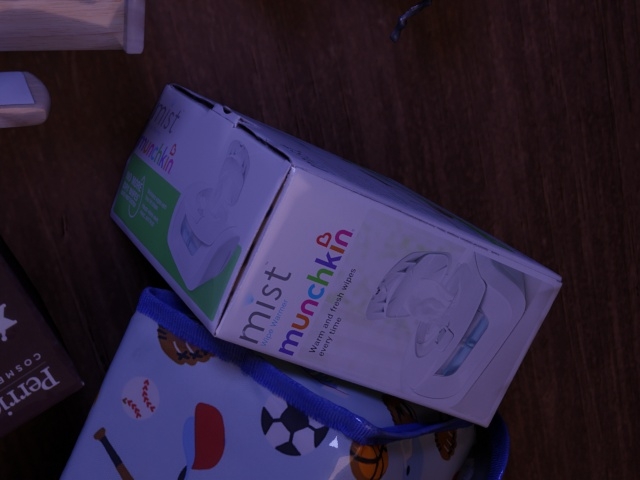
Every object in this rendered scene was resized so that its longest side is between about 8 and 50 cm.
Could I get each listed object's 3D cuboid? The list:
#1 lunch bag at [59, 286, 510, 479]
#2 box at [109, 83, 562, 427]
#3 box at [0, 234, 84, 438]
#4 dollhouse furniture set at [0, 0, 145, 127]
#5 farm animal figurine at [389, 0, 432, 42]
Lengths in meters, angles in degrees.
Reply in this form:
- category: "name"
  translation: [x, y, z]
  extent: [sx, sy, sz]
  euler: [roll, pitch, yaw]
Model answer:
- category: "lunch bag"
  translation: [-0.024, 0.231, 0.915]
  extent: [0.328, 0.239, 0.385]
  euler: [-62, 156, 5]
- category: "box"
  translation: [0.000, 0.000, 0.854]
  extent: [0.231, 0.262, 0.127]
  euler: [21, 99, -30]
- category: "box"
  translation: [-0.293, 0.035, 0.784]
  extent: [0.168, 0.167, 0.203]
  euler: [-33, 118, -11]
- category: "dollhouse furniture set"
  translation: [-0.196, -0.252, 0.656]
  extent: [0.198, 0.286, 0.303]
  euler: [-5, 121, -21]
- category: "farm animal figurine"
  translation: [0.015, -0.333, 0.778]
  extent: [0.330, 0.172, 0.327]
  euler: [17, 94, -38]
